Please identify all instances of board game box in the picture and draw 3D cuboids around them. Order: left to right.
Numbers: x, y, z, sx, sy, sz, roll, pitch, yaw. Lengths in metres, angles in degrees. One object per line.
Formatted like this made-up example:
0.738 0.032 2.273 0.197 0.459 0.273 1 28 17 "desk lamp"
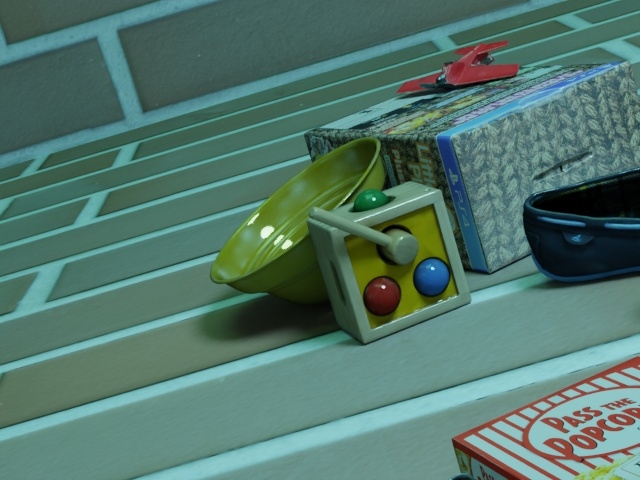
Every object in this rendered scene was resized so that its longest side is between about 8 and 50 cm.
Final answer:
0.164 -0.085 1.517 0.232 0.141 0.291 -24 16 -26 "board game box"
0.187 0.134 0.851 0.147 0.045 0.193 -21 15 -18 "board game box"

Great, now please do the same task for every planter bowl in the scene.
0.000 0.000 1.433 0.217 0.090 0.217 -36 16 12 "planter bowl"

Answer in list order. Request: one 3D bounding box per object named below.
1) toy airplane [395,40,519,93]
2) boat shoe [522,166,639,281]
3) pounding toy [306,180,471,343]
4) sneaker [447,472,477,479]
0.160 -0.192 1.582 0.151 0.028 0.151 -14 15 4 "toy airplane"
0.298 -0.030 1.225 0.258 0.089 0.109 -19 36 15 "boat shoe"
0.053 0.010 1.284 0.130 0.141 0.100 -21 15 -14 "pounding toy"
0.055 0.167 0.668 0.299 0.112 0.121 -9 -1 5 "sneaker"
